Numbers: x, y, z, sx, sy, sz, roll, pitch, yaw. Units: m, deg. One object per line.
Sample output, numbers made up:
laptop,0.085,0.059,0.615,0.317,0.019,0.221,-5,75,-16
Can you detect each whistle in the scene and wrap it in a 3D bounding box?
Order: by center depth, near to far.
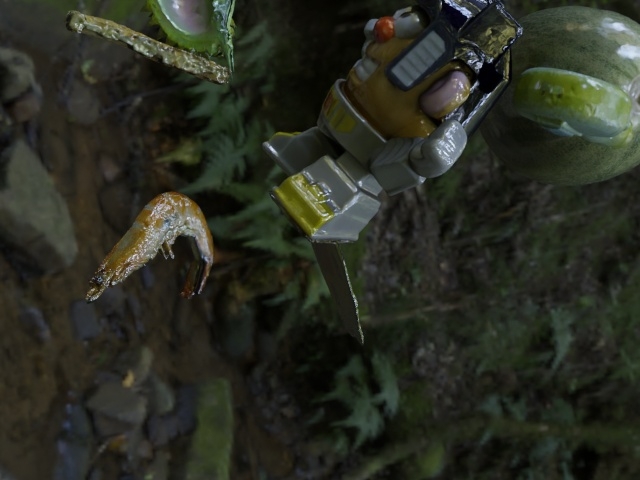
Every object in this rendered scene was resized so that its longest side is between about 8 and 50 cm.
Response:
whistle,0.247,-0.113,1.004,0.198,0.104,0.057,15,92,-59

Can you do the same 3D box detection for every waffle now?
waffle,-0.172,-0.193,1.086,0.023,0.153,0.097,-68,166,11

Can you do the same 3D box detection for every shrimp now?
shrimp,-0.131,0.021,0.838,0.127,0.025,0.091,-42,124,-32

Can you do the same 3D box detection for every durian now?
durian,-0.131,-0.411,1.428,0.158,0.352,0.169,18,11,-37

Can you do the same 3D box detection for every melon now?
melon,0.346,-0.196,1.472,0.329,0.249,0.248,-157,-129,-73

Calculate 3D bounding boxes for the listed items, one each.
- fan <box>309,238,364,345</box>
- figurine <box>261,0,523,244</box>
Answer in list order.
fan,0.001,0.000,1.556,0.229,0.011,0.335,93,-25,-69
figurine,0.076,-0.134,1.053,0.143,0.308,0.308,32,43,-44
